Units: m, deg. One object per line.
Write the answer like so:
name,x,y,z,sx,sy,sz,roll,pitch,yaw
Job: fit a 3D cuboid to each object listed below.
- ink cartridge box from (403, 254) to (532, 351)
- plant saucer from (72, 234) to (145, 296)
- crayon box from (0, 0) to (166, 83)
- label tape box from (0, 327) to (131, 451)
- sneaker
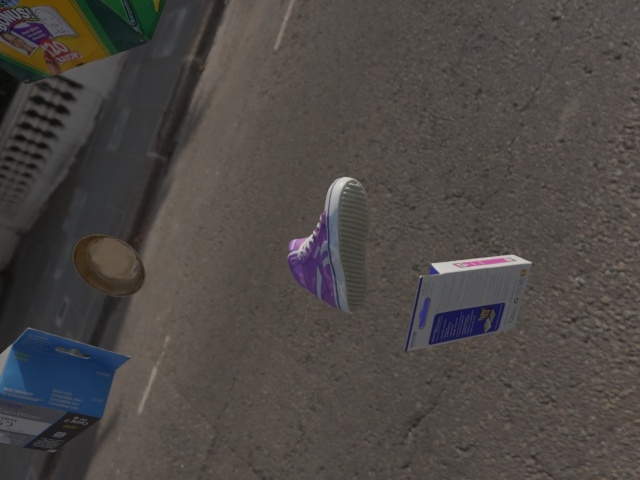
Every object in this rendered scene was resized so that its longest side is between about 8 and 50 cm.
ink cartridge box,0.322,0.134,1.392,0.069,0.371,0.176,29,116,47
plant saucer,-0.229,0.025,0.682,0.083,0.083,0.015,-46,15,32
crayon box,-0.335,-0.287,0.731,0.278,0.165,0.081,-2,65,37
label tape box,-0.611,0.341,1.358,0.333,0.240,0.106,-37,45,30
sneaker,-0.001,0.001,1.141,0.161,0.102,0.282,23,129,30
